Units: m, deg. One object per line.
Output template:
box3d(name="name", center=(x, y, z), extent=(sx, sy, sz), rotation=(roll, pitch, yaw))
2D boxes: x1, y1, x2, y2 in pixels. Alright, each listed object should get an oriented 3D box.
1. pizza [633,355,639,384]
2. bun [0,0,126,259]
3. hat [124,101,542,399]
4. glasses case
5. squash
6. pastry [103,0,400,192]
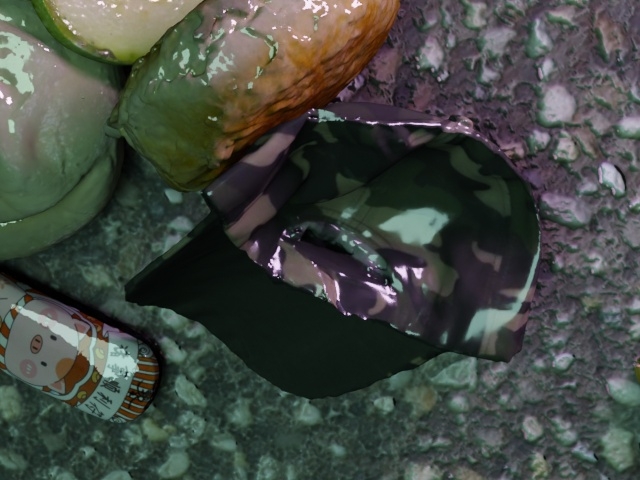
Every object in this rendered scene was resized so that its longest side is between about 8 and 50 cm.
box3d(name="pizza", center=(0.423, 0.131, 1.773), extent=(0.188, 0.062, 0.199), rotation=(38, 109, 4))
box3d(name="bun", center=(-0.376, -0.144, 1.883), extent=(0.365, 0.219, 0.365), rotation=(5, 105, 21))
box3d(name="hat", center=(0.000, 0.000, 1.805), extent=(0.366, 0.382, 0.257), rotation=(35, 72, -26))
box3d(name="glasses case", center=(-0.299, 0.111, 1.996), extent=(0.267, 0.067, 0.103), rotation=(24, 110, 12))
box3d(name="squash", center=(-0.193, -0.282, 1.807), extent=(0.041, 0.219, 0.219), rotation=(-3, 105, 57))
box3d(name="pastry", center=(-0.059, -0.169, 1.732), extent=(0.330, 0.330, 0.136), rotation=(-42, 87, 21))
